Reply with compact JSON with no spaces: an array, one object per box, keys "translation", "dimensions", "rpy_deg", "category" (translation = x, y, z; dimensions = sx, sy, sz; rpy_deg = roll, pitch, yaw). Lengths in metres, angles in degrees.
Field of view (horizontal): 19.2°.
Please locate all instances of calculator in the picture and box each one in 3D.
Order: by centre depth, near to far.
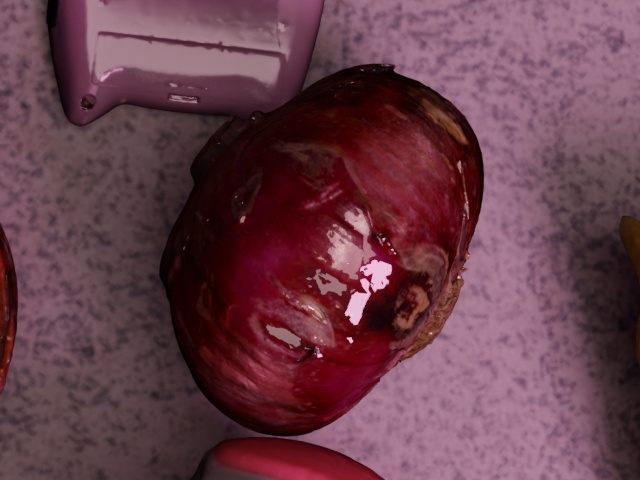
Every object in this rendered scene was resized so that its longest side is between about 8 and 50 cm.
[{"translation":[-0.082,-0.217,1.269],"dimensions":[0.194,0.043,0.294],"rpy_deg":[6,87,-14],"category":"calculator"}]

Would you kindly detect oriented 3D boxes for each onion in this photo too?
[{"translation":[0.000,0.000,1.195],"dimensions":[0.190,0.246,0.246],"rpy_deg":[37,81,-2],"category":"onion"}]

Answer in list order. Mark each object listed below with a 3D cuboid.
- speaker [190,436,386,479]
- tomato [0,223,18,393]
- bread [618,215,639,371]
[{"translation":[-0.043,0.271,1.143],"dimensions":[0.294,0.294,0.294],"rpy_deg":[0,90,-15],"category":"speaker"},{"translation":[-0.295,0.042,1.187],"dimensions":[0.228,0.101,0.228],"rpy_deg":[3,75,-12],"category":"tomato"},{"translation":[0.322,0.099,1.299],"dimensions":[0.238,0.196,0.252],"rpy_deg":[-5,88,-11],"category":"bread"}]
